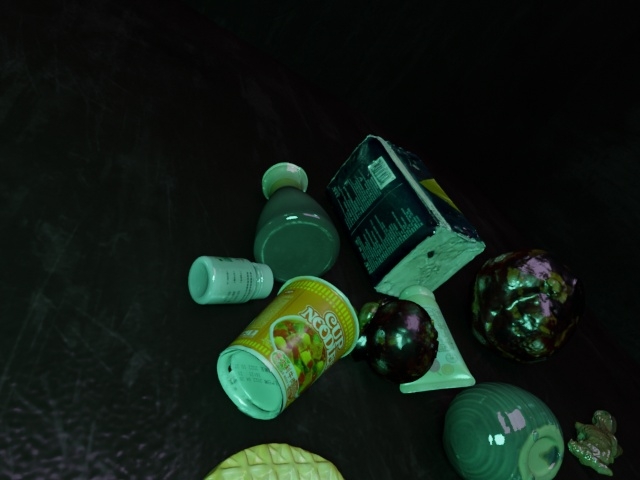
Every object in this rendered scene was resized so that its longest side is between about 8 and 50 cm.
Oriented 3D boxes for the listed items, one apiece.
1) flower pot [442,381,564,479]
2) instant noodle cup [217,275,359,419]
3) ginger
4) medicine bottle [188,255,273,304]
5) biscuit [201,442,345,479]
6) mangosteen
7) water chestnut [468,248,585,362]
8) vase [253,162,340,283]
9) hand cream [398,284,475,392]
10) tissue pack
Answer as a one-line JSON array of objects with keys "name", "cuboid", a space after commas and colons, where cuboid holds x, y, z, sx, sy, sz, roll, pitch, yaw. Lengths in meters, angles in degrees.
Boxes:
[{"name": "flower pot", "cuboid": [0.332, 0.358, 0.742, 0.243, 0.189, 0.157, 14, -6, -32]}, {"name": "instant noodle cup", "cuboid": [-0.054, 0.164, 0.623, 0.168, 0.168, 0.185, 44, 35, 9]}, {"name": "ginger", "cuboid": [0.764, 0.552, 1.126, 0.290, 0.084, 0.122, 1, 24, -45]}, {"name": "medicine bottle", "cuboid": [-0.151, 0.069, 0.705, 0.130, 0.080, 0.080, 6, 42, -46]}, {"name": "biscuit", "cuboid": [-0.058, 0.341, 0.458, 0.204, 0.040, 0.309, 48, 28, 16]}, {"name": "mangosteen", "cuboid": [0.139, 0.199, 0.808, 0.172, 0.184, 0.172, -8, 90, -84]}, {"name": "water chestnut", "cuboid": [0.581, 0.197, 1.237, 0.336, 0.347, 0.334, 4, 81, -25]}, {"name": "vase", "cuboid": [-0.070, -0.060, 0.928, 0.173, 0.173, 0.321, 25, 24, -25]}, {"name": "hand cream", "cuboid": [0.240, 0.216, 0.935, 0.305, 0.147, 0.093, -82, 161, -61]}, {"name": "tissue pack", "cuboid": [0.218, -0.067, 1.160, 0.253, 0.264, 0.416, 18, 34, -36]}]
